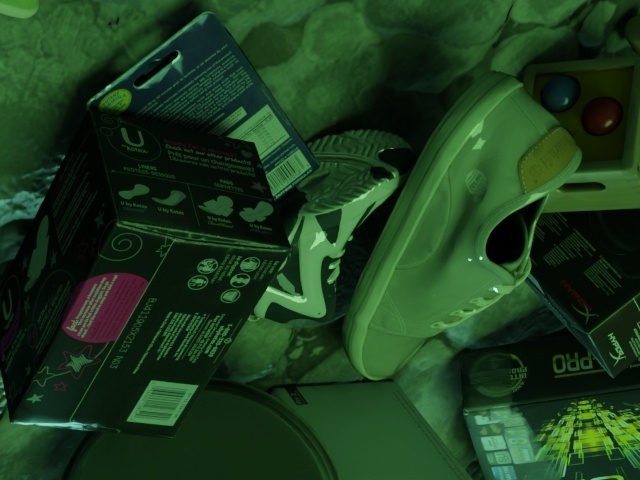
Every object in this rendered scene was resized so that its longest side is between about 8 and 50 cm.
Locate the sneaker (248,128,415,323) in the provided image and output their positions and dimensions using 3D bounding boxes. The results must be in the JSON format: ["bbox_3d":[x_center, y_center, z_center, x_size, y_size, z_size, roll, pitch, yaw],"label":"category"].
[{"bbox_3d":[0.000,0.000,1.538,0.235,0.094,0.153,-37,142,-3],"label":"sneaker"}]

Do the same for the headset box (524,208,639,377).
[{"bbox_3d":[0.340,-0.038,1.667,0.293,0.218,0.110,-39,141,-1],"label":"headset box"}]

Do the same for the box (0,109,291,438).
[{"bbox_3d":[-0.158,0.033,1.367,0.163,0.142,0.247,9,131,-30],"label":"box"}]

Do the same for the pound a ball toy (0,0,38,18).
[{"bbox_3d":[-0.312,-0.248,1.057,0.208,0.135,0.319,-33,149,34],"label":"pound a ball toy"}]

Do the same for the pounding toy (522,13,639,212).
[{"bbox_3d":[0.293,-0.142,1.576,0.094,0.181,0.206,42,53,-51],"label":"pounding toy"}]

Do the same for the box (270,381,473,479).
[{"bbox_3d":[0.038,0.256,1.741,0.182,0.181,0.119,1,127,-38],"label":"box"}]

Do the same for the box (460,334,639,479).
[{"bbox_3d":[0.357,0.250,1.950,0.318,0.097,0.395,-7,141,12],"label":"box"}]

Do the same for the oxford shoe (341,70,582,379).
[{"bbox_3d":[0.130,0.022,1.562,0.169,0.130,0.449,-44,166,-35],"label":"oxford shoe"}]

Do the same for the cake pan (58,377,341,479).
[{"bbox_3d":[-0.116,0.275,1.566,0.293,0.293,0.054,-30,172,-11],"label":"cake pan"}]

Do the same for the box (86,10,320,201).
[{"bbox_3d":[-0.103,-0.097,1.405,0.136,0.036,0.225,-37,138,-2],"label":"box"}]
